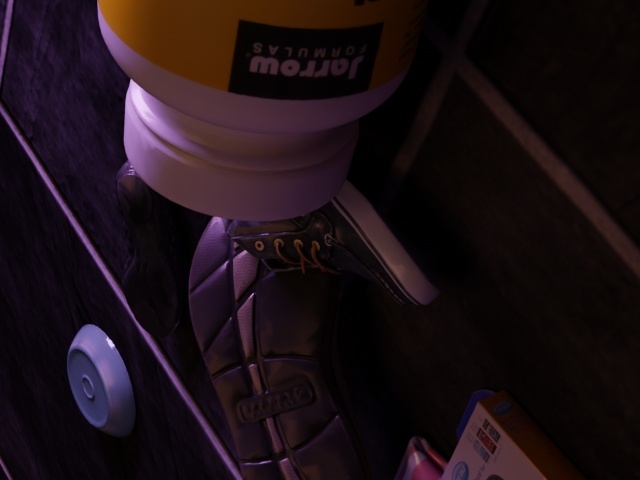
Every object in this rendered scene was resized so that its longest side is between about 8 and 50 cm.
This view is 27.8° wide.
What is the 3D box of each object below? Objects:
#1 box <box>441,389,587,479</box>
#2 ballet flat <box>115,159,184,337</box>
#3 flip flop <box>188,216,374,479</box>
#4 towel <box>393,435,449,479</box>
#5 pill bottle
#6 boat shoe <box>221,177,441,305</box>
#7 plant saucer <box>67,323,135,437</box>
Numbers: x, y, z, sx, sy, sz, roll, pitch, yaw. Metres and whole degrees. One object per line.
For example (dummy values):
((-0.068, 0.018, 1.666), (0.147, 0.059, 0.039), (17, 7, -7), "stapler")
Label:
((0.125, 0.157, 0.796), (0.136, 0.028, 0.081), (47, 139, 30), "box")
((-0.140, 0.007, 1.102), (0.057, 0.049, 0.173), (9, 121, 18), "ballet flat")
((-0.016, 0.091, 0.909), (0.112, 0.080, 0.277), (-17, 82, 17), "flip flop")
((0.101, 0.243, 0.870), (0.197, 0.029, 0.144), (47, 138, 32), "towel")
((-0.023, -0.182, 0.705), (0.188, 0.188, 0.334), (45, 138, 35), "pill bottle")
((0.000, 0.000, 0.839), (0.183, 0.083, 0.065), (49, -175, 39), "boat shoe")
((-0.224, 0.144, 1.293), (0.119, 0.021, 0.119), (28, 127, 45), "plant saucer")
